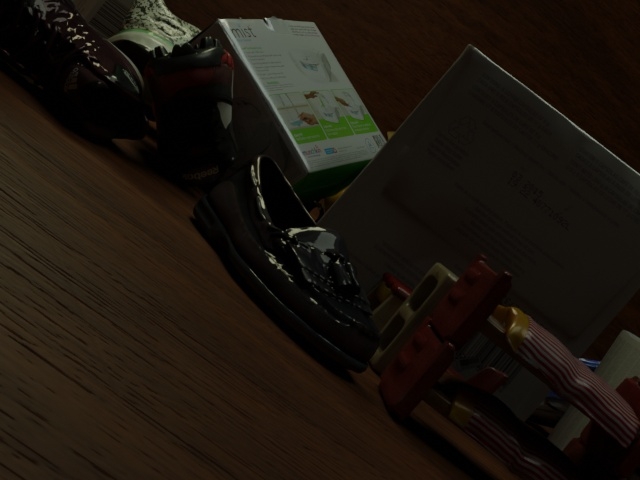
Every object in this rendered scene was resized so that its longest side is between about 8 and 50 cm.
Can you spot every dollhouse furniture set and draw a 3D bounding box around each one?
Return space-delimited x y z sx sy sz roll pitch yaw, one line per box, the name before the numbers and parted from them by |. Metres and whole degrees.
dollhouse furniture set | 0.164 0.115 1.068 0.201 0.152 0.374 38 4 -9

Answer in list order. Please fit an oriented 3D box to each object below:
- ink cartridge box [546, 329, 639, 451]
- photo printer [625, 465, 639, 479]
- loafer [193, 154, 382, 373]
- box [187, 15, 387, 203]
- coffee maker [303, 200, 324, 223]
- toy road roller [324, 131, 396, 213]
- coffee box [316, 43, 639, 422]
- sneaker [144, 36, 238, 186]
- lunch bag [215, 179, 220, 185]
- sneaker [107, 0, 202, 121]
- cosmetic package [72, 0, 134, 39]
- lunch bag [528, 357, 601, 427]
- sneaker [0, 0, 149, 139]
ink cartridge box | 0.288 0.194 1.056 0.066 0.189 0.232 33 5 -6
photo printer | 0.572 0.426 1.546 0.307 0.107 0.256 39 4 7
loafer | -0.026 0.006 0.999 0.109 0.095 0.302 35 5 -38
box | -0.052 -0.171 1.462 0.231 0.127 0.262 59 29 6
coffee maker | -0.077 -0.125 1.825 0.178 0.120 0.171 33 7 -47
toy road roller | 0.125 -0.033 1.857 0.241 0.329 0.202 1 40 1
coffee box | 0.208 0.000 1.410 0.338 0.338 0.334 39 4 4
sneaker | -0.140 -0.135 1.221 0.276 0.098 0.135 124 -43 -78
lunch bag | -0.144 -0.119 1.535 0.065 0.067 0.098 36 4 -41
sneaker | -0.143 -0.230 1.620 0.158 0.182 0.410 -14 -36 38
cosmetic package | -0.369 -0.373 1.762 0.184 0.151 0.151 43 6 34
lunch bag | 0.448 0.243 1.635 0.303 0.115 0.243 5 -15 30
sneaker | -0.266 -0.193 1.065 0.281 0.106 0.162 37 8 -35
